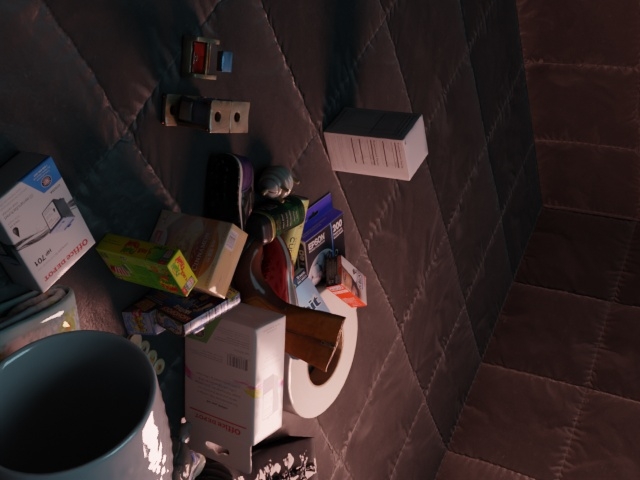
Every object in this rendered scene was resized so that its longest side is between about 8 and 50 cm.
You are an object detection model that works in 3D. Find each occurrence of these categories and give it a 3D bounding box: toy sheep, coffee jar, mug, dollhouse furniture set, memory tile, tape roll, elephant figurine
[{"bbox_3d":[-0.108,-0.138,1.913,0.132,0.091,0.091,-45,137,-60],"label":"toy sheep"},{"bbox_3d":[-0.122,-0.049,1.910,0.184,0.096,0.079,-34,125,-52],"label":"coffee jar"},{"bbox_3d":[-0.417,0.371,1.246,0.374,0.276,0.328,-21,134,-22],"label":"mug"},{"bbox_3d":[-0.230,-0.318,1.595,0.129,0.129,0.184,-13,112,-58],"label":"dollhouse furniture set"},{"bbox_3d":[-0.383,0.269,1.649,0.113,0.012,0.148,-62,146,-28],"label":"memory tile"},{"bbox_3d":[-0.013,0.311,2.253,0.392,0.072,0.392,-27,123,-53],"label":"tape roll"},{"bbox_3d":[-0.346,0.545,1.702,0.169,0.185,0.239,-111,-166,-47],"label":"elephant figurine"}]

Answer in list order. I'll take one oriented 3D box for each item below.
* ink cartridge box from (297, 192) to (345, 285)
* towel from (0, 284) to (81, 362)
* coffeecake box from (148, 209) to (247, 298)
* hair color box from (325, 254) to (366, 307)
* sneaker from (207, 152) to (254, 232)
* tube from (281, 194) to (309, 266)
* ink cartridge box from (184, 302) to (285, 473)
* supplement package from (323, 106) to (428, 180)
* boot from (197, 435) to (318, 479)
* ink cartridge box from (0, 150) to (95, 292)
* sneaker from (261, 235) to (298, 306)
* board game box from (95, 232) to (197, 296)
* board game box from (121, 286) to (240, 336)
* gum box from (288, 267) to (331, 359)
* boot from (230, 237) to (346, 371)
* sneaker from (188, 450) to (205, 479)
[{"bbox_3d":[0.000,0.000,2.195,0.206,0.045,0.208,-40,131,-48],"label":"ink cartridge box"},{"bbox_3d":[-0.543,0.279,1.304,0.374,0.090,0.321,-30,128,-53],"label":"towel"},{"bbox_3d":[-0.261,0.025,1.602,0.068,0.185,0.142,41,64,-57],"label":"coffeecake box"},{"bbox_3d":[0.074,0.118,2.225,0.167,0.053,0.093,39,44,-52],"label":"hair color box"},{"bbox_3d":[-0.192,-0.053,1.787,0.124,0.107,0.283,-5,104,-66],"label":"sneaker"},{"bbox_3d":[-0.079,0.002,2.046,0.070,0.062,0.240,7,103,-21],"label":"tube"},{"bbox_3d":[-0.198,0.326,1.795,0.119,0.207,0.354,-20,118,-55],"label":"ink cartridge box"},{"bbox_3d":[0.154,-0.269,2.165,0.139,0.244,0.134,-53,141,-37],"label":"supplement package"},{"bbox_3d":[-0.169,0.719,2.070,0.445,0.146,0.367,9,94,-65],"label":"boot"},{"bbox_3d":[-0.480,-0.031,1.308,0.140,0.082,0.191,-54,141,-37],"label":"ink cartridge box"},{"bbox_3d":[-0.136,0.091,1.948,0.128,0.087,0.221,-11,82,-27],"label":"sneaker"},{"bbox_3d":[-0.330,0.045,1.491,0.043,0.181,0.092,-59,145,-31],"label":"board game box"},{"bbox_3d":[-0.296,0.142,1.621,0.194,0.194,0.060,-31,126,-35],"label":"board game box"},{"bbox_3d":[-0.059,0.192,2.056,0.157,0.041,0.184,-41,109,-29],"label":"gum box"},{"bbox_3d":[-0.078,0.149,1.824,0.096,0.280,0.264,-29,135,-68],"label":"boot"},{"bbox_3d":[-0.321,0.554,1.830,0.058,0.052,0.135,50,49,-43],"label":"sneaker"}]
